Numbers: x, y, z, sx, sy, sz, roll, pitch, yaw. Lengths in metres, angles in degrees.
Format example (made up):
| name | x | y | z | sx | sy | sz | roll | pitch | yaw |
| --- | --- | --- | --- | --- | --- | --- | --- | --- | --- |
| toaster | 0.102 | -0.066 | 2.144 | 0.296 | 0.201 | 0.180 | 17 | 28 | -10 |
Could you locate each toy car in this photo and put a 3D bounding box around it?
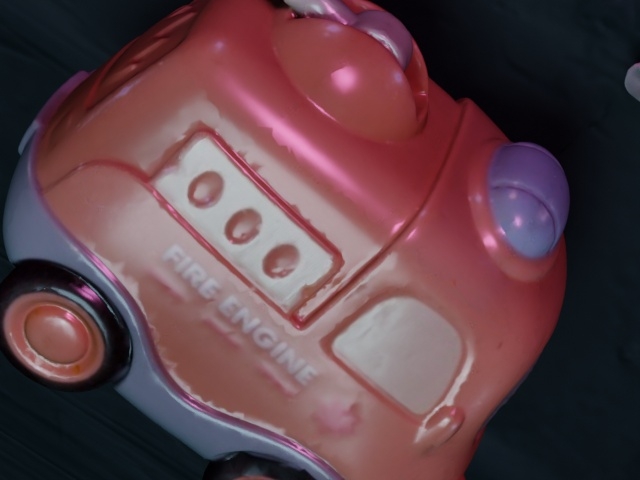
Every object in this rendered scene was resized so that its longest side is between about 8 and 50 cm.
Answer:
| name | x | y | z | sx | sy | sz | roll | pitch | yaw |
| --- | --- | --- | --- | --- | --- | --- | --- | --- | --- |
| toy car | 0.000 | 0.000 | 0.689 | 0.270 | 0.180 | 0.212 | 42 | 124 | -11 |

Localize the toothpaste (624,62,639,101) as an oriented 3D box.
| name | x | y | z | sx | sy | sz | roll | pitch | yaw |
| --- | --- | --- | --- | --- | --- | --- | --- | --- | --- |
| toothpaste | 0.244 | -0.113 | 0.538 | 0.100 | 0.066 | 0.323 | 37 | 140 | -8 |
